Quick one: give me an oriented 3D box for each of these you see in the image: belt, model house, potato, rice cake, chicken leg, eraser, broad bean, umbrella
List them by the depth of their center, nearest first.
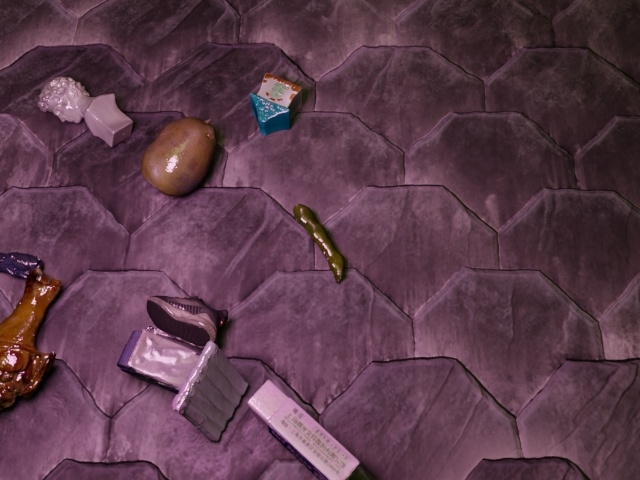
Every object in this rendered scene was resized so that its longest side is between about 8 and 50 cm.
[{"bbox_3d":[-0.043,0.462,1.634,0.287,0.130,0.086,39,69,16],"label":"eraser"},{"bbox_3d":[-0.257,0.359,1.643,0.037,0.198,0.189,15,66,34],"label":"rice cake"},{"bbox_3d":[-0.366,0.295,1.695,0.231,0.139,0.126,22,67,3],"label":"belt"},{"bbox_3d":[-0.729,0.250,1.710,0.212,0.140,0.361,21,71,17],"label":"chicken leg"},{"bbox_3d":[-0.856,0.052,1.834,0.248,0.071,0.070,11,66,3],"label":"umbrella"},{"bbox_3d":[0.000,-0.001,1.887,0.053,0.052,0.256,-41,70,27],"label":"broad bean"},{"bbox_3d":[-0.381,-0.242,1.931,0.174,0.159,0.251,36,81,-14],"label":"potato"},{"bbox_3d":[-0.137,-0.387,2.028,0.127,0.100,0.149,24,70,10],"label":"model house"}]

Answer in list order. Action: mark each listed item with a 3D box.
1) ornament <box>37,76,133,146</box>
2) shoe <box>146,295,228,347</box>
[{"bbox_3d":[-0.668,-0.382,2.005,0.285,0.120,0.130,23,48,7],"label":"ornament"},{"bbox_3d":[-0.336,0.190,1.775,0.228,0.099,0.112,21,36,28],"label":"shoe"}]
